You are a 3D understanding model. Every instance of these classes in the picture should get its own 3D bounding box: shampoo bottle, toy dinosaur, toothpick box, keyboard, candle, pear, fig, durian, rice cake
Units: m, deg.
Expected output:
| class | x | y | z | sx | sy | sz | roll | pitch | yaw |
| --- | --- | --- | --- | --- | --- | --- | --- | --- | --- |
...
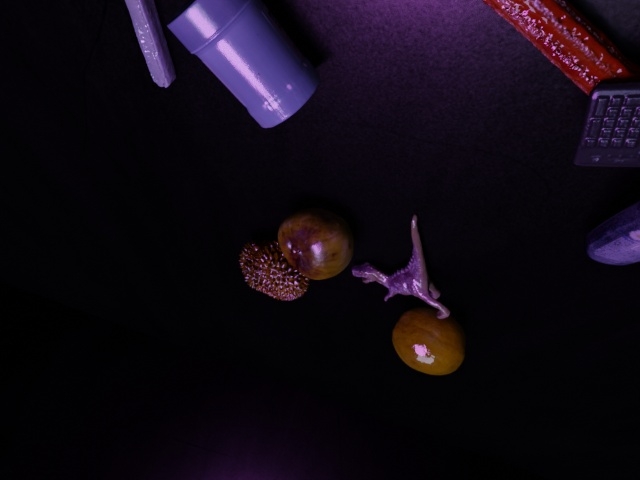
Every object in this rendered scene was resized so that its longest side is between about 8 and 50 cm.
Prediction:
| class | x | y | z | sx | sy | sz | roll | pitch | yaw |
| --- | --- | --- | --- | --- | --- | --- | --- | --- | --- |
| shampoo bottle | 0.403 | -0.018 | 0.507 | 0.087 | 0.049 | 0.233 | 10 | 166 | 12 |
| toy dinosaur | 0.178 | 0.069 | 0.836 | 0.200 | 0.072 | 0.251 | 38 | 157 | -8 |
| toothpick box | -0.085 | -0.222 | 0.495 | 0.101 | 0.101 | 0.153 | -9 | 140 | 40 |
| keyboard | 0.445 | -0.101 | 0.365 | 0.382 | 0.041 | 0.103 | 0 | 138 | 18 |
| candle | 0.259 | -0.177 | 0.409 | 0.330 | 0.048 | 0.051 | 31 | 125 | -17 |
| pear | 0.246 | 0.225 | 0.962 | 0.162 | 0.148 | 0.148 | 26 | 151 | 12 |
| fig | -0.006 | 0.006 | 0.792 | 0.136 | 0.120 | 0.153 | 2 | 145 | 38 |
| durian | -0.094 | 0.064 | 0.934 | 0.168 | 0.137 | 0.158 | 45 | 164 | -20 |
| rice cake | -0.226 | -0.278 | 0.558 | 0.029 | 0.033 | 0.170 | 16 | 150 | 6 |
